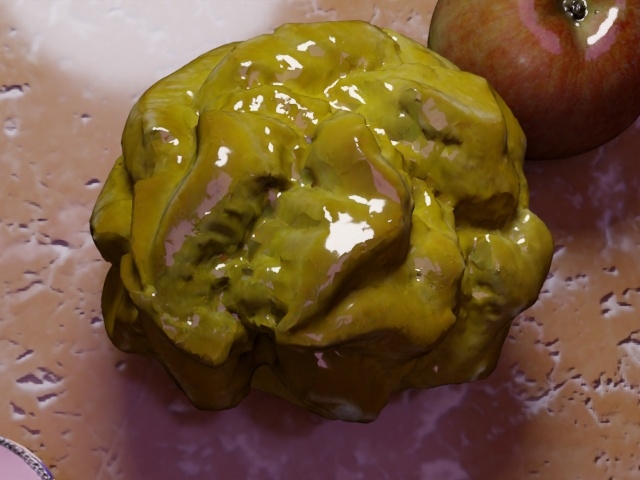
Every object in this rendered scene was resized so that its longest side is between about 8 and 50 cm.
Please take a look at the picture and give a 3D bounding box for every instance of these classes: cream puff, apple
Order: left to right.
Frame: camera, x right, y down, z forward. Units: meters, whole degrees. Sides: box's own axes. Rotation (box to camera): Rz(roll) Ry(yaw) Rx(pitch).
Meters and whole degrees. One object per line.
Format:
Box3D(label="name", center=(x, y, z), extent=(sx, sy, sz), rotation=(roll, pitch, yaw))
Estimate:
Box3D(label="cream puff", center=(0.002, 0.000, 0.885), extent=(0.324, 0.257, 0.291), rotation=(24, 105, -1))
Box3D(label="apple", center=(0.182, -0.160, 1.012), extent=(0.188, 0.174, 0.188), rotation=(1, 78, -5))

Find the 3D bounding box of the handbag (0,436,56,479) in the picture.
Box3D(label="handbag", center=(-0.280, 0.225, 0.902), extent=(0.179, 0.116, 0.205), rotation=(45, 76, 1))
